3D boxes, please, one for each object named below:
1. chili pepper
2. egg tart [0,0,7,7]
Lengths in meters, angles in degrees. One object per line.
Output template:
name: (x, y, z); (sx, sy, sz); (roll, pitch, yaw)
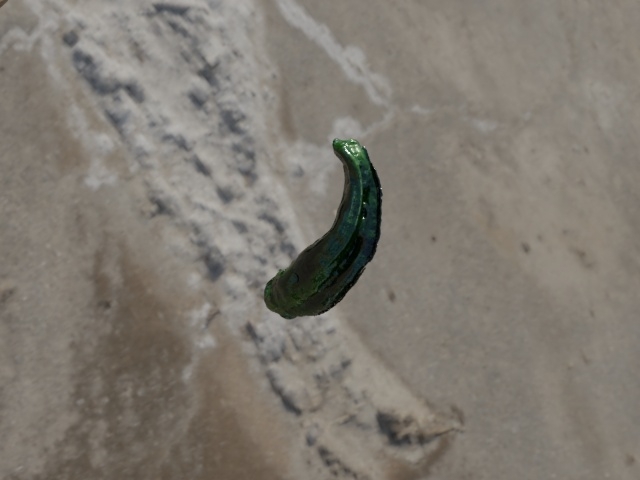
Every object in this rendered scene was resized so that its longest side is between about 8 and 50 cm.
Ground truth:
chili pepper: (0.003, 0.004, 0.628); (0.035, 0.118, 0.055); (-11, 43, -47)
egg tart: (-0.231, -0.342, 0.810); (0.178, 0.443, 0.443); (34, 46, -21)
